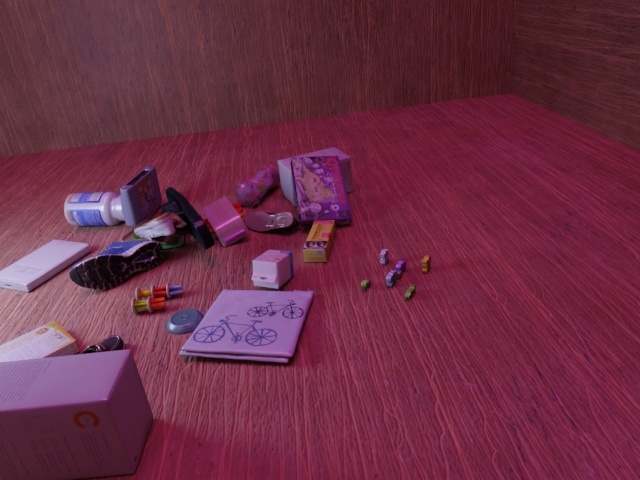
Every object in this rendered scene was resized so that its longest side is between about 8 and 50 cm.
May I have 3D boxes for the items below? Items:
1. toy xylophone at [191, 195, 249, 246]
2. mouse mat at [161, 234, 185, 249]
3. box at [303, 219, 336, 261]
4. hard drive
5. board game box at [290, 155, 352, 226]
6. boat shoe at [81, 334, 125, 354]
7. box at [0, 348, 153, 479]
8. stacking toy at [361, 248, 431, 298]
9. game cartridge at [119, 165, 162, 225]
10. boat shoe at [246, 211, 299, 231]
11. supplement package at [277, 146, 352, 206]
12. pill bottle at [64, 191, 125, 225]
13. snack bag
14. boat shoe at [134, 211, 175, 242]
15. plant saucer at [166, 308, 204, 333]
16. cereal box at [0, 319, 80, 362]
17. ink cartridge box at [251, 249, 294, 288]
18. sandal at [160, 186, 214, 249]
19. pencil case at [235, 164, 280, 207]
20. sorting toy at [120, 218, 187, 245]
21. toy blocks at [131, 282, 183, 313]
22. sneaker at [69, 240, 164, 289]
[{"bbox_3d":[-0.425,-0.077,2.129,0.236,0.081,0.322,-25,32,-3],"label":"toy xylophone"},{"bbox_3d":[-0.631,-0.005,2.127,0.153,0.007,0.189,-9,26,-6],"label":"mouse mat"},{"bbox_3d":[0.000,0.000,1.923,0.087,0.058,0.232,-1,28,12],"label":"box"},{"bbox_3d":[-1.076,0.091,2.000,0.203,0.040,0.307,6,29,22],"label":"hard drive"},{"bbox_3d":[-0.002,-0.209,2.142,0.208,0.056,0.346,-1,55,-14],"label":"board game box"},{"bbox_3d":[-0.618,0.326,1.416,0.081,0.068,0.227,2,29,15],"label":"boat shoe"},{"bbox_3d":[-0.578,0.387,1.132,0.345,0.215,0.168,-5,27,1],"label":"box"},{"bbox_3d":[0.247,0.103,1.681,0.167,0.052,0.221,9,32,27],"label":"stacking toy"},{"bbox_3d":[-0.795,-0.193,2.314,0.062,0.198,0.297,-2,28,9],"label":"game cartridge"},{"bbox_3d":[-0.197,-0.071,2.110,0.233,0.084,0.079,1,-11,28],"label":"boat shoe"},{"bbox_3d":[-0.024,-0.294,2.367,0.293,0.175,0.177,-16,31,-17],"label":"supplement package"},{"bbox_3d":[-0.975,-0.140,2.303,0.272,0.152,0.152,0,28,10],"label":"pill bottle"},{"bbox_3d":[-0.203,0.239,1.533,0.323,0.037,0.342,0,25,11],"label":"snack bag"},{"bbox_3d":[-0.632,-0.032,1.982,0.098,0.096,0.277,-34,12,-33],"label":"boat shoe"},{"bbox_3d":[-0.415,0.242,1.587,0.119,0.021,0.119,-5,27,2],"label":"plant saucer"},{"bbox_3d":[-0.842,0.330,1.482,0.240,0.047,0.173,-29,35,-36],"label":"cereal box"},{"bbox_3d":[-0.159,0.095,1.711,0.092,0.089,0.143,4,17,19],"label":"ink cartridge box"},{"bbox_3d":[-0.538,-0.086,1.978,0.107,0.167,0.446,-30,33,-18],"label":"sandal"},{"bbox_3d":[-0.288,-0.257,2.425,0.124,0.124,0.284,5,30,21],"label":"pencil case"},{"bbox_3d":[-0.696,-0.022,2.121,0.229,0.041,0.307,3,28,17],"label":"sorting toy"},{"bbox_3d":[-0.527,0.185,1.685,0.148,0.054,0.123,-8,27,-4],"label":"toy blocks"},{"bbox_3d":[-0.746,0.082,1.882,0.147,0.129,0.330,11,23,43],"label":"sneaker"}]
